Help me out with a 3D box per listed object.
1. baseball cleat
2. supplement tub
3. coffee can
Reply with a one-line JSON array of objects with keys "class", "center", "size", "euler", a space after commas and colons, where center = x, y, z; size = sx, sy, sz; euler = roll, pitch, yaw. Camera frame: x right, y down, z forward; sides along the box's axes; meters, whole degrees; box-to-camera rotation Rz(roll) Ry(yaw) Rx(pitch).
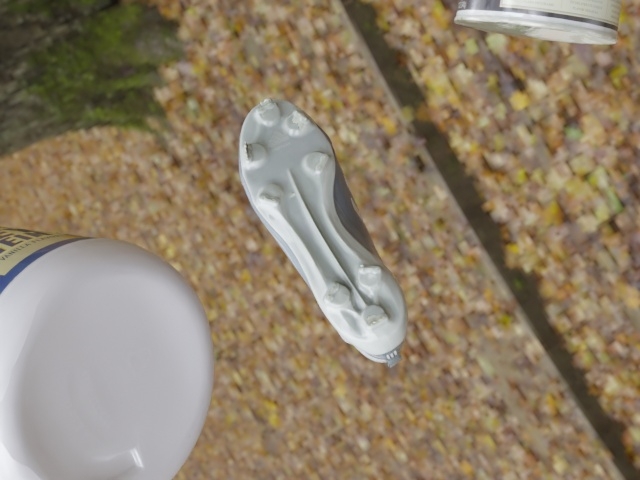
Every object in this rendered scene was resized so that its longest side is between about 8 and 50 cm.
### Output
[{"class": "baseball cleat", "center": [0.000, 0.000, 0.921], "size": [0.109, 0.072, 0.206], "euler": [72, 174, -66]}, {"class": "supplement tub", "center": [-0.270, 0.102, 1.109], "size": [0.316, 0.228, 0.228], "euler": [5, 125, 43]}, {"class": "coffee can", "center": [0.280, -0.388, 1.564], "size": [0.201, 0.201, 0.275], "euler": [19, 102, 63]}]
